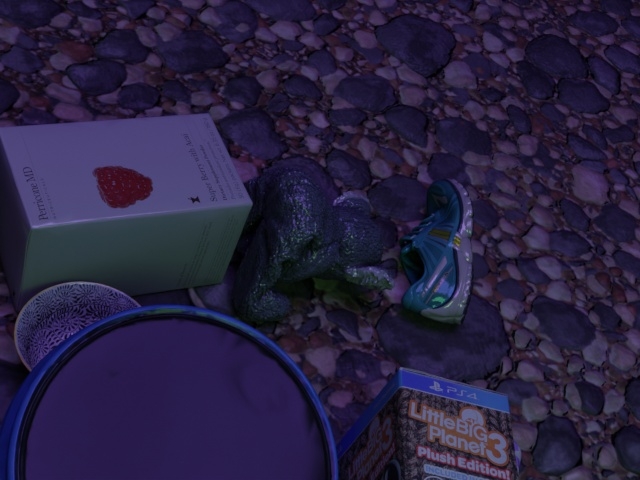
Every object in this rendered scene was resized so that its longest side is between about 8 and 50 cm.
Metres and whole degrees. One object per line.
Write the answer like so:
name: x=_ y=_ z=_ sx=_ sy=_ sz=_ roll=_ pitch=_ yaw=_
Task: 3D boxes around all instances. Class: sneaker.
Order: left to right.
sneaker: x=0.174 y=0.004 z=1.607 sx=0.110 sy=0.107 sz=0.275 roll=9 pitch=46 yaw=-3

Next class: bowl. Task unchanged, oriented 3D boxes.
bowl: x=-0.290 y=0.140 z=1.290 sx=0.170 sy=0.080 sz=0.170 roll=12 pitch=47 yaw=-13
bowl: x=-0.160 y=0.254 z=1.170 sx=0.391 sy=0.077 sz=0.391 roll=9 pitch=63 yaw=-18

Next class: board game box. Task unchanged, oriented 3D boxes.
board game box: x=0.106 y=0.333 z=1.169 sx=0.141 sy=0.232 sz=0.291 roll=17 pitch=44 yaw=-16

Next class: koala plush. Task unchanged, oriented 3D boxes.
koala plush: x=0.000 y=0.000 z=1.485 sx=0.221 sy=0.203 sz=0.196 roll=11 pitch=46 yaw=-31

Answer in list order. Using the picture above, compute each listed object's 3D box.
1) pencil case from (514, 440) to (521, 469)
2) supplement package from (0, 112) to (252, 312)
pencil case: x=0.204 y=0.331 z=1.324 sx=0.086 sy=0.088 sz=0.206 roll=21 pitch=45 yaw=-2
supplement package: x=-0.270 y=-0.041 z=1.398 sx=0.293 sy=0.175 sz=0.177 roll=-8 pitch=54 yaw=-29
